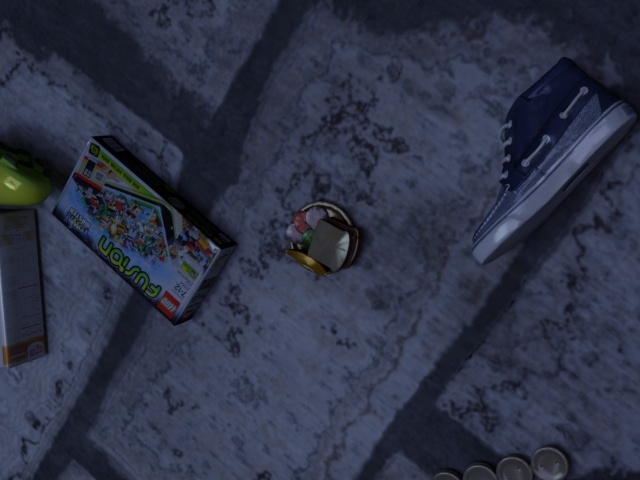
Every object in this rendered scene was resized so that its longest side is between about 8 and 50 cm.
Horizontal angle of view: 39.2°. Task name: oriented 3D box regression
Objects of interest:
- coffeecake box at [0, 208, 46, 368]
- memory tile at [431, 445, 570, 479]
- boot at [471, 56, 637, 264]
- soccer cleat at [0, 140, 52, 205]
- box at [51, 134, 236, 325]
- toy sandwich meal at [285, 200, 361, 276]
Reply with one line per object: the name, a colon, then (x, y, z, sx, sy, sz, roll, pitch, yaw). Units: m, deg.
coffeecake box: (-0.421, 0.055, 1.110, 0.142, 0.068, 0.186, 2, 98, 26)
memory tile: (0.188, 0.268, 0.887, 0.148, 0.012, 0.113, -21, 89, 26)
boot: (0.188, -0.070, 0.813, 0.190, 0.069, 0.086, -48, 70, 15)
soccer cleat: (-0.434, -0.075, 1.076, 0.289, 0.093, 0.121, 19, 87, 28)
box: (-0.202, -0.013, 1.015, 0.207, 0.036, 0.114, 39, 112, 15)
toy sandwich meal: (0.000, 0.000, 0.925, 0.085, 0.029, 0.086, 4, 99, 25)
